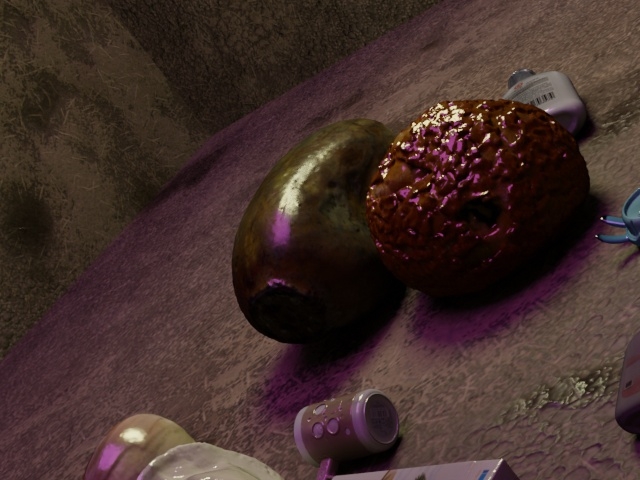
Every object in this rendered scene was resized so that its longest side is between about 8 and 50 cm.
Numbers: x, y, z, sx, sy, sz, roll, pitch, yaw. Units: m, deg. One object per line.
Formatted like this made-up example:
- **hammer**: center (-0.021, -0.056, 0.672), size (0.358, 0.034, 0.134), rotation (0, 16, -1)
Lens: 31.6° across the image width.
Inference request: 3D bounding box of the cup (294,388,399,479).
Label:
- **cup**: center (0.025, 0.214, 1.230), size (0.099, 0.074, 0.102), rotation (-24, 21, 39)

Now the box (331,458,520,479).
- **box**: center (0.064, 0.273, 0.999), size (0.233, 0.067, 0.149), rotation (-19, 26, 49)

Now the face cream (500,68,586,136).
- **face cream**: center (0.325, -0.203, 1.738), size (0.144, 0.071, 0.291), rotation (-32, 18, 14)

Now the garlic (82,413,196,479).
- **garlic**: center (-0.200, 0.275, 1.368), size (0.115, 0.128, 0.206), rotation (3, 18, 21)

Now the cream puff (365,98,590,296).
- **cream puff**: center (0.181, -0.071, 1.436), size (0.303, 0.212, 0.303), rotation (-37, 13, 10)

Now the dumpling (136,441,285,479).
- **dumpling**: center (-0.123, 0.296, 1.175), size (0.216, 0.166, 0.126), rotation (-53, -10, -26)

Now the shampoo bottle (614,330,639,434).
- **shampoo bottle**: center (0.305, 0.102, 0.998), size (0.080, 0.040, 0.165), rotation (-29, 19, 35)

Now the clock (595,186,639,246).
- **clock**: center (0.370, -0.033, 1.222), size (0.147, 0.045, 0.108), rotation (-28, 17, 32)

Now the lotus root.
- **lotus root**: center (0.000, 0.000, 1.602), size (0.250, 0.250, 0.346), rotation (-26, 23, 35)
